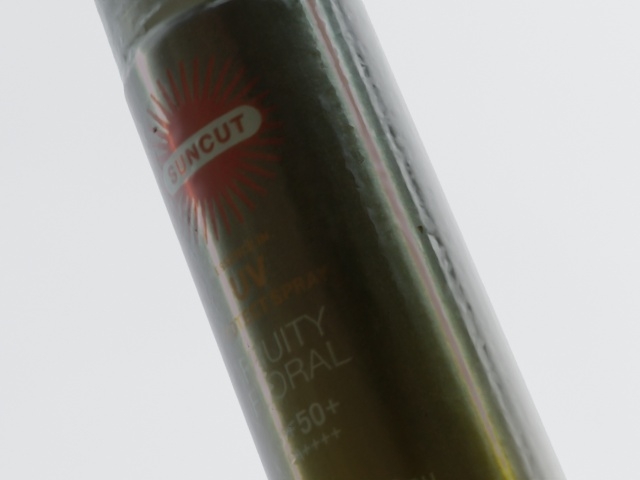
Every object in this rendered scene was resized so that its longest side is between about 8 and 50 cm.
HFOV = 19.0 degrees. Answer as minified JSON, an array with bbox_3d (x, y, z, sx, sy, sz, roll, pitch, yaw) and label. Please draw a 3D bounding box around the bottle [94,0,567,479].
[{"bbox_3d":[0.000,0.000,0.580,0.082,0.082,0.286,-26,-110,13],"label":"bottle"}]
